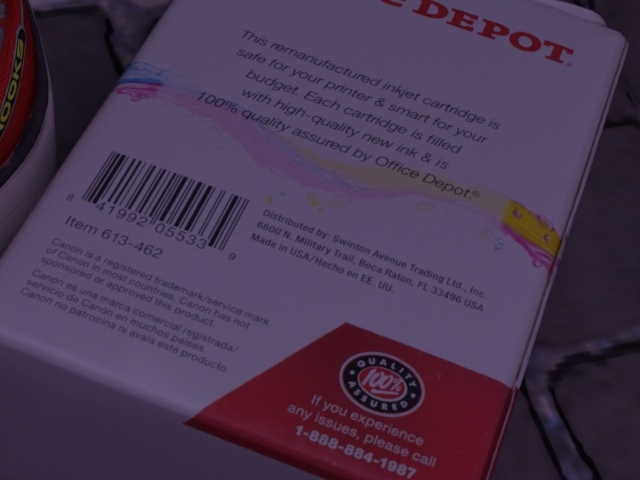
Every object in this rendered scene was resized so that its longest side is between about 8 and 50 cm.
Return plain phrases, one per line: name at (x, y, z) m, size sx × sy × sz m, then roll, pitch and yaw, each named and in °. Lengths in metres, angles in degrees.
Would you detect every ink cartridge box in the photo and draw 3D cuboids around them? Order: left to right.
ink cartridge box at (0.000, 0.000, 0.398) m, size 0.127 × 0.072 × 0.175 m, roll 20°, pitch 51°, yaw 7°

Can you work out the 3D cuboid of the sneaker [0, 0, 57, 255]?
sneaker at (-0.172, 0.011, 0.324) m, size 0.107 × 0.118 × 0.279 m, roll 29°, pitch 60°, yaw 14°
